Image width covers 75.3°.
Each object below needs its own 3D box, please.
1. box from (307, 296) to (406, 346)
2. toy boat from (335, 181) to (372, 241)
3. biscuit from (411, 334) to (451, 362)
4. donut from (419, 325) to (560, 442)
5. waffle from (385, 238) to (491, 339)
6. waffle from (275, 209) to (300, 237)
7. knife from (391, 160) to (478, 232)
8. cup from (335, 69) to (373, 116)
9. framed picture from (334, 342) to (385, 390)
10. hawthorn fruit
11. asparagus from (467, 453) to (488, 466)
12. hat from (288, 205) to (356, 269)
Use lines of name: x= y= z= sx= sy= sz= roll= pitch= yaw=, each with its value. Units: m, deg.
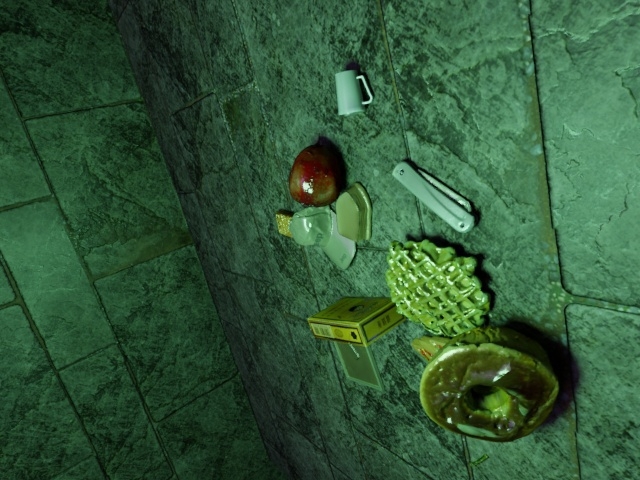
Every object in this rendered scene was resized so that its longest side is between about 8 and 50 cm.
box: x=0.117 y=0.269 z=1.420 sx=0.302 sy=0.193 sz=0.083 roll=-10 pitch=103 yaw=56
toy boat: x=0.104 y=-0.091 z=1.325 sx=0.116 sy=0.061 sz=0.188 roll=27 pitch=131 yaw=44
biscuit: x=0.360 y=0.342 z=1.199 sx=0.212 sy=0.041 sz=0.238 roll=38 pitch=159 yaw=24
donut: x=0.417 y=0.354 z=1.037 sx=0.330 sy=0.160 sz=0.329 roll=11 pitch=118 yaw=20
waffle: x=0.307 y=0.138 z=1.147 sx=0.317 sy=0.073 sz=0.297 roll=15 pitch=123 yaw=38
waffle: x=-0.123 y=-0.065 z=1.681 sx=0.148 sy=0.042 sz=0.102 roll=19 pitch=127 yaw=49
knife: x=0.292 y=-0.119 z=1.065 sx=0.265 sy=0.041 sz=0.073 roll=45 pitch=131 yaw=28
cup: x=0.093 y=-0.405 z=1.140 sx=0.104 sy=0.074 sz=0.116 roll=-1 pitch=107 yaw=30
framed picture: x=0.131 y=0.444 z=1.676 sx=0.232 sy=0.024 sz=0.314 roll=-6 pitch=107 yaw=56
hawthorn fruit: x=-0.019 y=-0.223 z=1.327 sx=0.181 sy=0.181 sz=0.235 roll=11 pitch=105 yaw=52
asparagus: x=0.503 y=0.706 z=1.327 sx=0.114 sy=0.014 sz=0.015 roll=109 pitch=162 yaw=-46
hat: x=0.000 y=0.000 z=1.477 sx=0.244 sy=0.149 sz=0.214 roll=58 pitch=149 yaw=30
